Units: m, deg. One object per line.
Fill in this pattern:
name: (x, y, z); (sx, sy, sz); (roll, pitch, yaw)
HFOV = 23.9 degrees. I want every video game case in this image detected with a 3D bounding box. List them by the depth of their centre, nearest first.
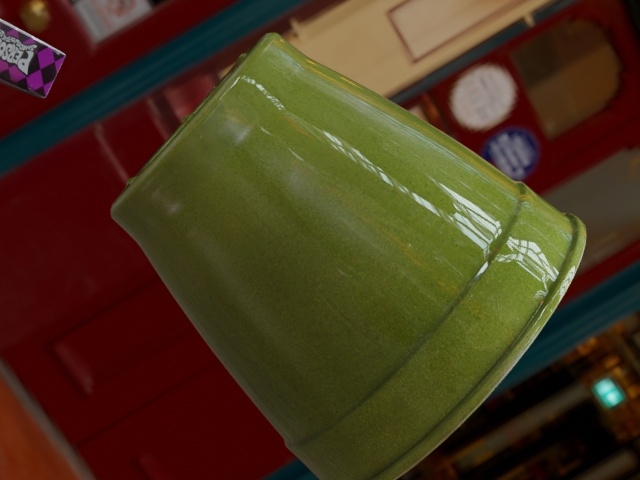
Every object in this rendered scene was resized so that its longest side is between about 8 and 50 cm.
video game case: (-0.317, -0.175, 1.086); (0.210, 0.042, 0.232); (27, -2, -32)

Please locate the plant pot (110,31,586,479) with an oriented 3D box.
plant pot: (0.000, 0.000, 1.460); (0.353, 0.366, 0.366); (41, 2, -8)
